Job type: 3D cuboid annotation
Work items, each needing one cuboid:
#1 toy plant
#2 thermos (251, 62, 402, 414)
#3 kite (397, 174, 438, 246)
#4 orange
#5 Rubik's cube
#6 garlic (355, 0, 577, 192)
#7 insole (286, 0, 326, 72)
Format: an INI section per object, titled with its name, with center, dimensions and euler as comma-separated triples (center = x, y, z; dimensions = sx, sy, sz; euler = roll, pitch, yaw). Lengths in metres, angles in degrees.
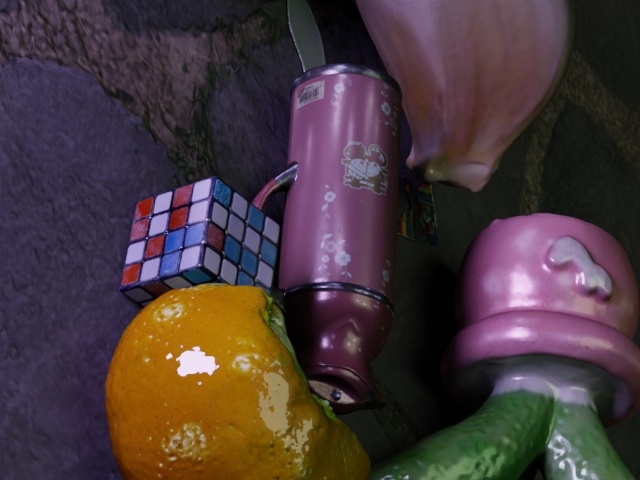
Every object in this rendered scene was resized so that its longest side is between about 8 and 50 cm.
[toy plant]
center = 0.198, 0.152, 1.834
dimensions = 0.317, 0.210, 0.356
euler = 16, 62, -13
[thermos]
center = 0.008, -0.001, 1.689
dimensions = 0.136, 0.110, 0.330
euler = 32, 52, -45
[kite]
center = 0.104, -0.029, 1.928
dimensions = 0.090, 0.004, 0.122
euler = 62, 36, -17
[orange]
center = -0.072, 0.155, 1.447
dimensions = 0.237, 0.179, 0.158
euler = 64, 33, -16
[Rubik's cube]
center = -0.100, 0.015, 1.544
dimensions = 0.092, 0.092, 0.092
euler = 38, 48, -41
[garlic]
center = 0.126, -0.250, 1.904
dimensions = 0.340, 0.246, 0.231
euler = 56, 4, -21
[insole]
center = -0.009, -0.178, 1.834
dimensions = 0.053, 0.002, 0.152
euler = 1, 76, -55
